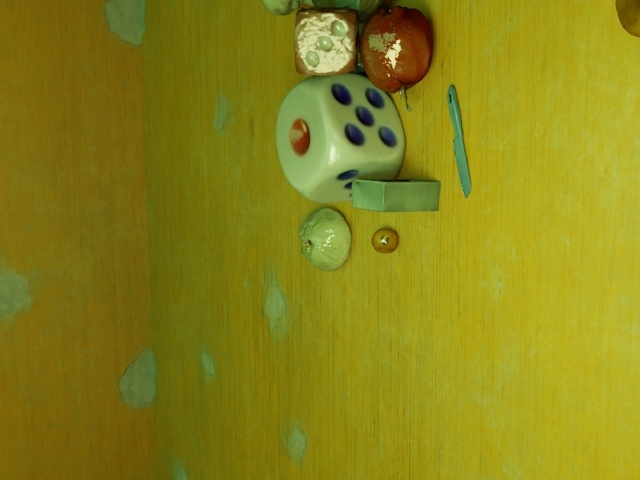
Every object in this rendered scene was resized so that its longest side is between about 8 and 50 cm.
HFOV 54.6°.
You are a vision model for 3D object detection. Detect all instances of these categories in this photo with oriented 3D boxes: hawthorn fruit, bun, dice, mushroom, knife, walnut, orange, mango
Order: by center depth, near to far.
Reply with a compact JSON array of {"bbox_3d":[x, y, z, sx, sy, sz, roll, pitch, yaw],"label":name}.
[{"bbox_3d":[0.659,-0.479,1.259,0.105,0.084,0.159,118,154,-55],"label":"mango"},{"bbox_3d":[0.376,-0.269,1.692,0.044,0.019,0.313,-16,81,59],"label":"knife"},{"bbox_3d":[0.216,-0.504,1.730,0.211,0.211,0.299,-3,102,52],"label":"hawthorn fruit"},{"bbox_3d":[0.020,-0.558,1.738,0.175,0.179,0.174,-85,-4,-66],"label":"dice"},{"bbox_3d":[0.058,-0.303,1.862,0.277,0.304,0.304,-38,64,48],"label":"dice"},{"bbox_3d":[0.089,-0.754,1.867,0.245,0.198,0.198,10,102,43],"label":"walnut"},{"bbox_3d":[0.196,0.001,1.897,0.083,0.083,0.084,7,99,52],"label":"orange"},{"bbox_3d":[-0.084,-0.875,2.087,0.254,0.234,0.260,-63,1,14],"label":"mushroom"},{"bbox_3d":[0.000,0.000,2.104,0.220,0.134,0.220,15,109,50],"label":"bun"}]

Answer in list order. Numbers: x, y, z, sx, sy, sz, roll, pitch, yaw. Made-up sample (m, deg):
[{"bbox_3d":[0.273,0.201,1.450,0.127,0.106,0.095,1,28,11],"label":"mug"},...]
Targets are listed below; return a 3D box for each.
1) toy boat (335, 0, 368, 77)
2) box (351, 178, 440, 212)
[{"bbox_3d":[0.079,-0.588,1.853,0.291,0.220,0.067,88,-176,-47],"label":"toy boat"},{"bbox_3d":[0.213,-0.129,1.744,0.129,0.225,0.086,13,104,50],"label":"box"}]
